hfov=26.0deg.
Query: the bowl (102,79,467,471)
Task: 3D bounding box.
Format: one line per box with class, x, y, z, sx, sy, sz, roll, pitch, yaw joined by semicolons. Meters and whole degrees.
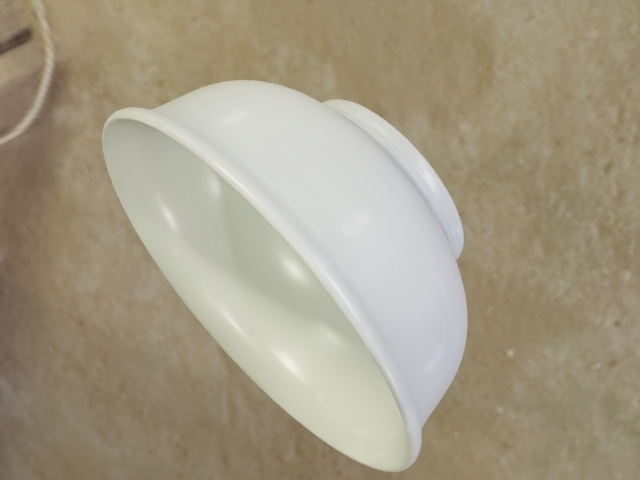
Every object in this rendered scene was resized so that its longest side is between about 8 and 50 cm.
bowl;0.000;0.000;0.921;0.298;0.134;0.298;43;161;19
